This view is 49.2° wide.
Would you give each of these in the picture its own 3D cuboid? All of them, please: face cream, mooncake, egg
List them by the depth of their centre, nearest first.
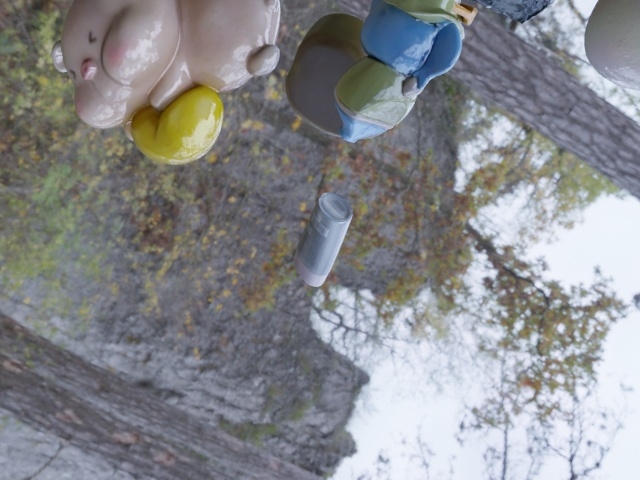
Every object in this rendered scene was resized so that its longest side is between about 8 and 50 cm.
[{"bbox_3d":[0.056,-0.300,1.318,0.117,0.235,0.235,-58,-174,-36],"label":"mooncake"},{"bbox_3d":[0.000,0.000,1.637,0.073,0.107,0.269,-21,154,-29],"label":"face cream"},{"bbox_3d":[0.819,-0.525,1.716,0.340,0.355,0.354,-5,-124,51],"label":"egg"}]

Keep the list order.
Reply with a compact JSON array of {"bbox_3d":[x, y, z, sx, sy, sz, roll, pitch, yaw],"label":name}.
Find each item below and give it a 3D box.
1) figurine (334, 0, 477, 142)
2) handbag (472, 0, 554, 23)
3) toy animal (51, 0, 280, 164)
[{"bbox_3d":[0.106,-0.277,1.036,0.262,0.154,0.180,-43,-154,34],"label":"figurine"},{"bbox_3d":[0.178,-0.354,0.767,0.088,0.271,0.175,104,7,-66],"label":"handbag"},{"bbox_3d":[-0.233,-0.265,0.977,0.345,0.247,0.277,-24,-125,34],"label":"toy animal"}]
